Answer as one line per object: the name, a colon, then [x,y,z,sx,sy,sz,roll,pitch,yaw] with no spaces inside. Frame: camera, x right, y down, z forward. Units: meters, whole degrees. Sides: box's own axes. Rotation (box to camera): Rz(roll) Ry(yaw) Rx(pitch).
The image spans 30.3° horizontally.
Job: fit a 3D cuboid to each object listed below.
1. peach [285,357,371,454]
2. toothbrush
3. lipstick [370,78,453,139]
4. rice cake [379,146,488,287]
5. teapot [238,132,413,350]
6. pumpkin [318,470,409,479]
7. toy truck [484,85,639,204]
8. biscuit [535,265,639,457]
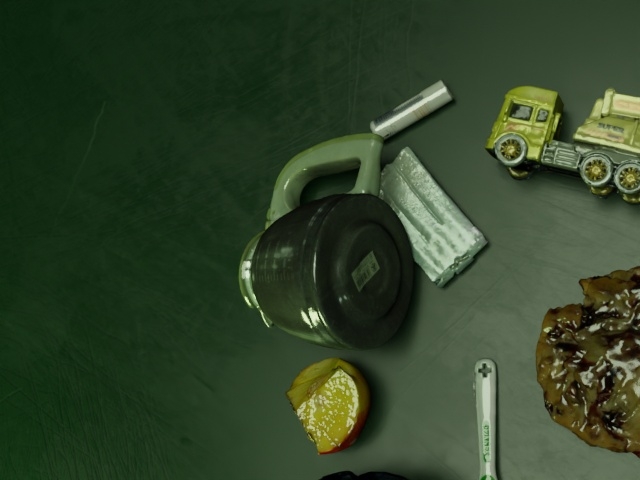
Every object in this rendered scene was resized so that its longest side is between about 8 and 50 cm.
peach: [0.022,0.261,1.857,0.151,0.118,0.151,-30,35,23]
toothbrush: [0.258,0.389,1.802,0.042,0.040,0.418,-3,76,16]
lipstick: [0.148,-0.211,1.928,0.141,0.040,0.040,-30,73,13]
rice cake: [0.167,-0.037,1.895,0.124,0.038,0.211,-45,71,7]
teapot: [-0.014,0.009,1.842,0.239,0.239,0.322,-1,101,41]
pumpkin: [0.054,0.509,1.710,0.363,0.266,0.363,1,96,9]
toy truck: [0.399,-0.157,1.790,0.272,0.124,0.157,15,87,20]
biscuit: [0.482,0.176,1.735,0.334,0.081,0.289,-3,82,17]
